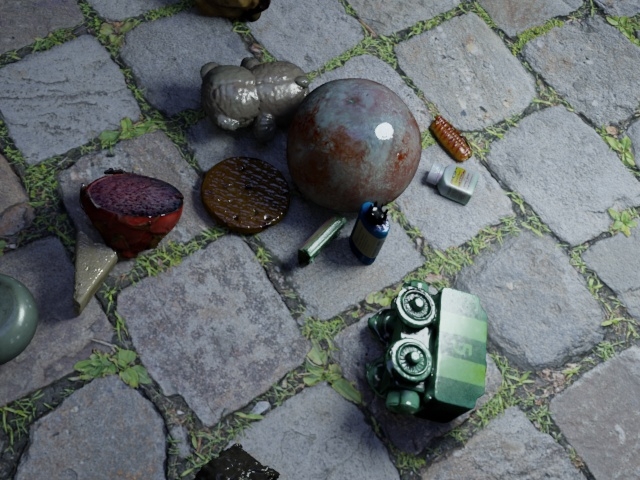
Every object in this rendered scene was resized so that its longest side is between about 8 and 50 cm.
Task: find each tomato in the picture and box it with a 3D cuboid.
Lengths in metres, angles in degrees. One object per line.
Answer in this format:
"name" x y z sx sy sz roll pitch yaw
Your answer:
"tomato" 0.075 -0.215 1.860 0.316 0.283 0.317 -1 55 2

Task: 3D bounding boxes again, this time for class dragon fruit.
"dragon fruit" -0.412 -0.042 1.767 0.223 0.148 0.218 16 28 10

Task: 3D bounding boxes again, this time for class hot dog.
"hot dog" 0.333 -0.261 2.060 0.062 0.038 0.144 -27 68 -22

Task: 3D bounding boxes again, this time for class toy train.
"toy train" 0.224 0.232 1.702 0.238 0.167 0.299 17 60 -11
"toy train" 0.000 0.000 1.837 0.038 0.071 0.148 38 62 12

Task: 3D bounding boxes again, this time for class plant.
"plant" -0.134 0.483 1.501 0.131 0.142 0.203 -24 62 -38

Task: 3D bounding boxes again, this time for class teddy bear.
"teddy bear" -0.157 -0.346 1.960 0.267 0.151 0.236 -13 71 -14

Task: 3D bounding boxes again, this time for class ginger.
"ginger" -0.231 -0.685 2.077 0.222 0.269 0.201 12 88 -11

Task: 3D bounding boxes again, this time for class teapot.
"teapot" -0.659 0.161 1.606 0.193 0.129 0.295 -6 64 -13

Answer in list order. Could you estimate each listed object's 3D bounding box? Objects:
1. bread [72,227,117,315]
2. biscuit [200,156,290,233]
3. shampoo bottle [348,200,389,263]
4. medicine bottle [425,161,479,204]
"bread" -0.508 0.067 1.708 0.105 0.077 0.152 28 57 2
"biscuit" -0.175 -0.107 1.889 0.212 0.036 0.212 4 59 -6
"shampoo bottle" 0.110 -0.022 1.803 0.050 0.183 0.087 -24 67 -22
"medicine bottle" 0.321 -0.147 1.984 0.117 0.055 0.074 24 61 5
